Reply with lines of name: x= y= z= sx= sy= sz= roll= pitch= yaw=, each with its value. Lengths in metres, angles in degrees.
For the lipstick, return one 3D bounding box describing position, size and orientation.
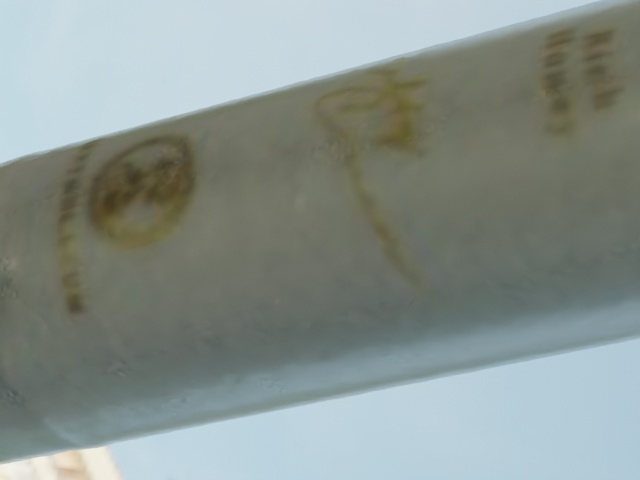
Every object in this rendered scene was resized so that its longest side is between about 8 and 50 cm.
lipstick: x=0.000 y=0.000 z=0.349 sx=0.264 sy=0.059 sz=0.059 roll=-14 pitch=-118 yaw=25
